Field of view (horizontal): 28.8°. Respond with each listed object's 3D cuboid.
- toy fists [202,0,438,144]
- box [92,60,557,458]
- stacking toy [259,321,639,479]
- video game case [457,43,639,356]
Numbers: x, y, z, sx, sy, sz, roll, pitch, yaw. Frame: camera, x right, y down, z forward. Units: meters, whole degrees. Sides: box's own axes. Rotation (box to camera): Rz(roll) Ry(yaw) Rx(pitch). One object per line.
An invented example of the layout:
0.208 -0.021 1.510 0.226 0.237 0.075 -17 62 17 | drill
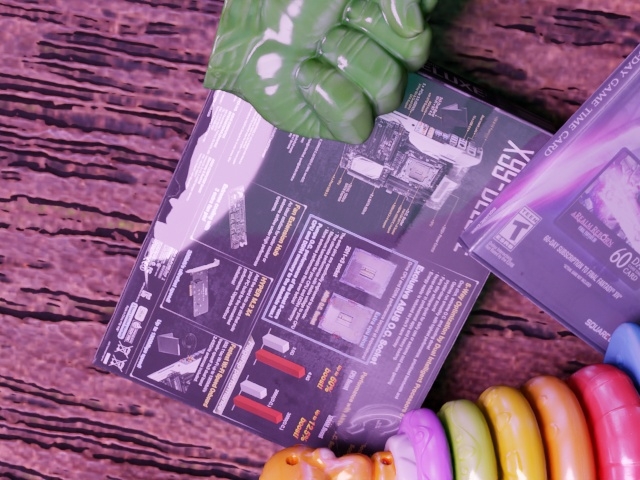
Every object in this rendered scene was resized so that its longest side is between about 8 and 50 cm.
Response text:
0.023 -0.204 0.816 0.142 0.096 0.279 14 87 -7 | toy fists
0.000 0.000 0.937 0.242 0.076 0.308 23 104 -4 | box
0.106 0.171 0.890 0.301 0.175 0.166 -1 130 -9 | stacking toy
0.252 -0.051 0.895 0.196 0.026 0.274 34 104 -36 | video game case
